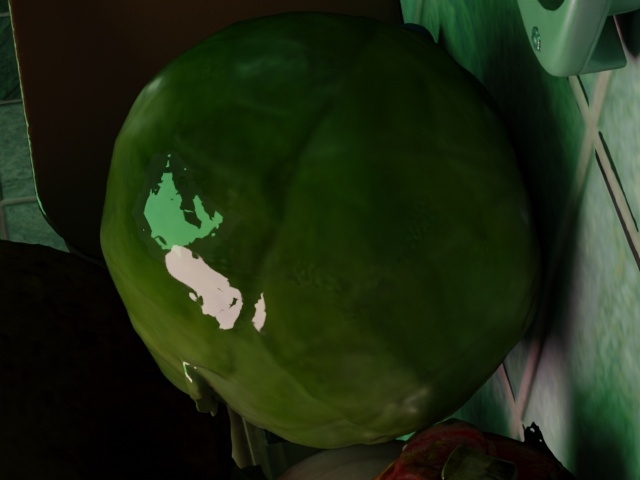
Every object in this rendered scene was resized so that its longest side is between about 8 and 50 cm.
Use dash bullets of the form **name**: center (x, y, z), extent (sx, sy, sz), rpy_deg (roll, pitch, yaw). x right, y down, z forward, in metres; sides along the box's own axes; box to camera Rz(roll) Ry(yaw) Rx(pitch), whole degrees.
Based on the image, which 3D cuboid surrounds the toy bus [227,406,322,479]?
- **toy bus**: center (0.001, 0.243, 1.408), extent (0.289, 0.139, 0.157), rpy_deg (-105, 15, -51)

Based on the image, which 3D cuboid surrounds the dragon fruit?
- **dragon fruit**: center (0.077, 0.185, 0.936), extent (0.125, 0.125, 0.246), rpy_deg (-128, 27, -46)

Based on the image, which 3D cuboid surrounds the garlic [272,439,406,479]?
- **garlic**: center (0.037, 0.202, 1.125), extent (0.214, 0.191, 0.160), rpy_deg (72, -148, -79)

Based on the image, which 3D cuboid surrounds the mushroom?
- **mushroom**: center (-0.194, 0.161, 1.165), extent (0.356, 0.334, 0.331), rpy_deg (-60, -16, -76)

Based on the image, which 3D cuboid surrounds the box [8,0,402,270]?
- **box**: center (-0.087, -0.149, 1.281), extent (0.229, 0.239, 0.339), rpy_deg (126, 135, -79)

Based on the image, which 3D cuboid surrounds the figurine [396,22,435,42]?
- **figurine**: center (0.007, -0.078, 1.099), extent (0.087, 0.149, 0.086), rpy_deg (-35, -59, -60)

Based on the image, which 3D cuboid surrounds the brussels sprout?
- **brussels sprout**: center (0.000, 0.000, 0.969), extent (0.244, 0.244, 0.244), rpy_deg (172, 90, -80)

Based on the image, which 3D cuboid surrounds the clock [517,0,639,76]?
- **clock**: center (0.106, -0.132, 0.744), extent (0.135, 0.041, 0.101), rpy_deg (108, 153, -67)
